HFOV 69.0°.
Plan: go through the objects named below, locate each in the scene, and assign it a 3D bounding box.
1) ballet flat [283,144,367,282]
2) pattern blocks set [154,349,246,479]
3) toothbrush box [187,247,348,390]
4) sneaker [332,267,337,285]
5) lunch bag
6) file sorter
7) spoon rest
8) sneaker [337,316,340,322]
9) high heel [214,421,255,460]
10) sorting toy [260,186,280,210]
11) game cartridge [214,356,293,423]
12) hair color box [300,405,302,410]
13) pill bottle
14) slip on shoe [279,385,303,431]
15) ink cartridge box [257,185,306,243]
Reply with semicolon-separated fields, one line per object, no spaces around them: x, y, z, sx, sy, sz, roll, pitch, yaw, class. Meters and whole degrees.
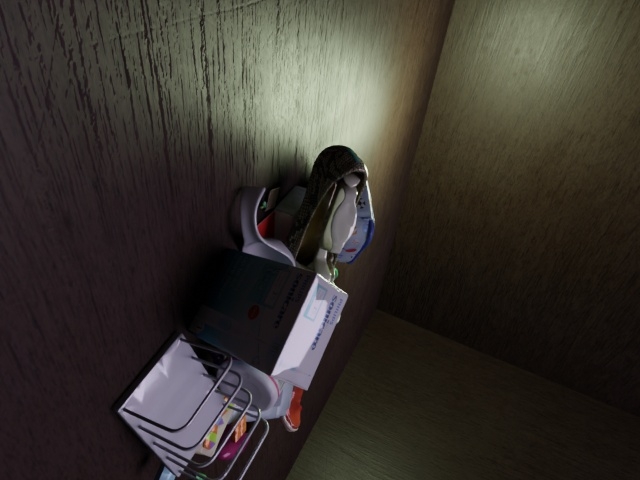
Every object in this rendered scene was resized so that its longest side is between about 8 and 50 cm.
0.000;0.000;1.197;0.164;0.182;0.483;6;118;-29;ballet flat
-0.274;0.436;1.156;0.285;0.026;0.325;32;67;-50;pattern blocks set
-0.119;0.159;1.008;0.126;0.295;0.216;39;72;-45;toothbrush box
-0.010;0.183;1.665;0.295;0.123;0.109;-68;148;-48;sneaker
0.066;-0.092;1.408;0.243;0.115;0.303;118;-28;-59;lunch bag
-0.248;0.370;0.980;0.193;0.173;0.278;-55;142;-39;file sorter
-0.139;0.002;1.108;0.276;0.137;0.084;78;23;-44;spoon rest
0.030;0.274;1.883;0.315;0.127;0.182;-59;171;-58;sneaker
-0.223;0.495;1.410;0.181;0.127;0.377;-59;-179;12;high heel
-0.130;-0.105;1.185;0.062;0.012;0.083;-70;168;19;sorting toy
-0.188;0.412;1.335;0.297;0.062;0.198;20;72;-50;game cartridge
-0.151;0.653;1.827;0.072;0.141;0.043;-61;162;-27;hair color box
-0.132;0.279;1.203;0.283;0.160;0.160;-56;160;-52;pill bottle
-0.087;0.453;1.508;0.123;0.101;0.331;8;81;-75;slip on shoe
-0.111;0.032;1.324;0.261;0.066;0.296;-53;158;-46;ink cartridge box
